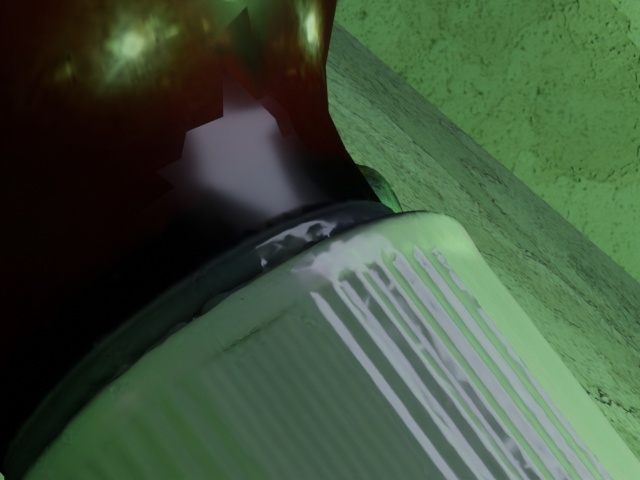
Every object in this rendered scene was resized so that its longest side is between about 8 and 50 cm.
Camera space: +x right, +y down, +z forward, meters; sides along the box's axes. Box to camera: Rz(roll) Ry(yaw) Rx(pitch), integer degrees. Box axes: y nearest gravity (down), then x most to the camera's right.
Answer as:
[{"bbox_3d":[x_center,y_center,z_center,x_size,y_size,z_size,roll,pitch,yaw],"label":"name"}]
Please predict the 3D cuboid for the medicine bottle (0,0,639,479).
[{"bbox_3d":[-0.072,-0.016,0.595,0.395,0.242,0.242,52,13,13],"label":"medicine bottle"}]

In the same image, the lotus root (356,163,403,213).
[{"bbox_3d":[0.000,0.000,1.102,0.113,0.088,0.192,22,15,-9],"label":"lotus root"}]
